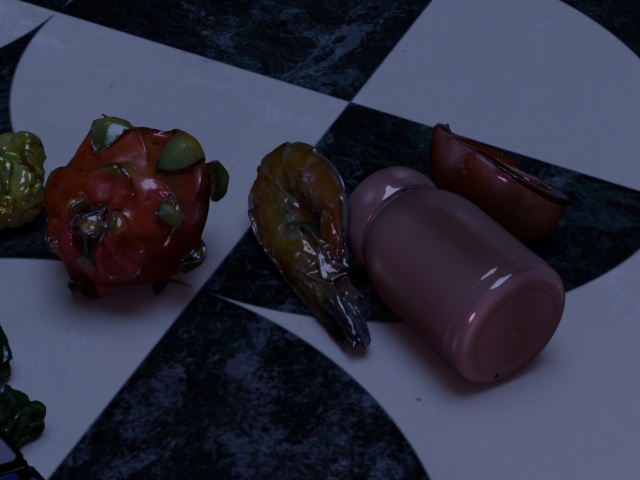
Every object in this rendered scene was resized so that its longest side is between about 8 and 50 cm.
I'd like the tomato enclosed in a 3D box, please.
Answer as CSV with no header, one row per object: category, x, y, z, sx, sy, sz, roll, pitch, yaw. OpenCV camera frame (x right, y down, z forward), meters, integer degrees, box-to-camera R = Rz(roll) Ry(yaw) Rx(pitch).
tomato,0.216,-0.065,2.288,0.199,0.112,0.228,29,7,-10

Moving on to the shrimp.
shrimp,0.000,0.000,2.169,0.062,0.164,0.317,0,45,-37

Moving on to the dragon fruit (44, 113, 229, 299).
dragon fruit,-0.237,-0.040,2.140,0.224,0.224,0.227,7,42,1

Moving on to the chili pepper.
chili pepper,-0.398,0.144,1.990,0.099,0.083,0.253,-7,42,-31

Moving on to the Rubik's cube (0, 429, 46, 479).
Rubik's cube,-0.356,0.353,1.746,0.250,0.284,0.234,40,62,-9

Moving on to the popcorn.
popcorn,-0.418,-0.081,2.238,0.145,0.126,0.126,20,31,36

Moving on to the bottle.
bottle,0.160,0.034,2.147,0.206,0.173,0.297,14,21,-47
